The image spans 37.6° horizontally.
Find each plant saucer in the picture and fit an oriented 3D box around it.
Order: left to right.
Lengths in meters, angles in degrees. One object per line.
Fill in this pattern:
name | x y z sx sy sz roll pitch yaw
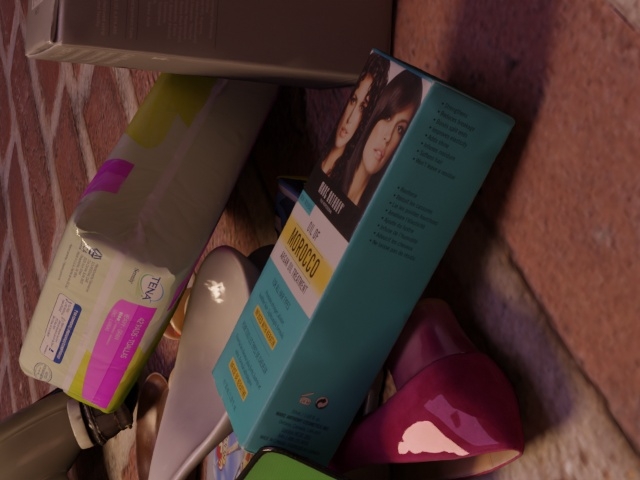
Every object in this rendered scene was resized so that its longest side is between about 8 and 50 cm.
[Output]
plant saucer | -0.467 0.372 1.316 0.100 0.400 0.400 49 140 10
plant saucer | -0.173 0.233 1.058 0.168 0.029 0.168 -3 87 62

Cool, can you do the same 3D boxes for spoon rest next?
spoon rest | -0.084 0.141 0.718 0.137 0.084 0.276 19 107 61

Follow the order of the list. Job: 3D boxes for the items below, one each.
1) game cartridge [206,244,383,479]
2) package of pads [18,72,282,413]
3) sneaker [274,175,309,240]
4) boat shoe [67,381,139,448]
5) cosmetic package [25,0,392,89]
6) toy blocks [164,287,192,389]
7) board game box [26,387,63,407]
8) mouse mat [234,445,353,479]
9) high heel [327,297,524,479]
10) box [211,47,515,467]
game cartridge | -0.032 0.164 0.763 0.198 0.062 0.297 31 116 55
package of pads | -0.137 -0.025 0.801 0.229 0.101 0.296 -56 10 46
sneaker | 0.000 0.000 0.709 0.144 0.053 0.059 -121 41 -59
boat shoe | -0.258 0.194 1.167 0.228 0.069 0.081 -127 18 -79
cosmetic package | -0.078 -0.168 0.668 0.127 0.238 0.107 -167 83 -65
toy blocks | -0.137 0.111 0.966 0.148 0.054 0.123 -16 74 62
board game box | -0.464 0.299 1.377 0.027 0.281 0.145 48 139 10
mouse mat | 0.000 0.202 0.609 0.189 0.153 0.007 -56 10 47
high heel | 0.045 0.160 0.587 0.244 0.082 0.117 -60 33 26
box | 0.017 0.011 0.579 0.244 0.060 0.100 -63 25 12
